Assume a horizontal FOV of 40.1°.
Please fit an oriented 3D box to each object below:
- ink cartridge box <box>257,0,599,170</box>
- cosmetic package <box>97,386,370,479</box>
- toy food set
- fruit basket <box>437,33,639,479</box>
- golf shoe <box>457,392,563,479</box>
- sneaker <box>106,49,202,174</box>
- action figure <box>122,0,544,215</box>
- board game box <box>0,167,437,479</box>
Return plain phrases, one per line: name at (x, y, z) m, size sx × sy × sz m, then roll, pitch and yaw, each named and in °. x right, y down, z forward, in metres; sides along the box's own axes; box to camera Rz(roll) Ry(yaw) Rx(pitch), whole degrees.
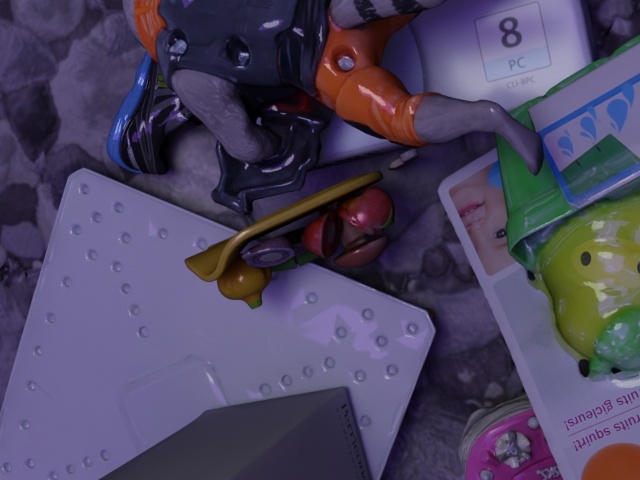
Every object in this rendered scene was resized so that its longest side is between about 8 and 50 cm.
ink cartridge box at (0.041, -0.268, 0.733) m, size 0.308 × 0.091 × 0.384 m, roll -12°, pitch 92°, yaw 24°
cosmetic package at (-0.081, 0.250, 0.627) m, size 0.155 × 0.365 × 0.196 m, roll -15°, pitch 92°, yaw 21°
toy food set at (0.000, 0.000, 0.727) m, size 0.218 × 0.128 × 0.071 m, roll -25°, pitch 90°, yaw -4°
fruit basket at (0.264, 0.021, 0.542) m, size 0.327 × 0.165 × 0.353 m, roll -30°, pitch 53°, yaw 21°
golf shoe at (0.255, 0.144, 0.695) m, size 0.306 × 0.140 × 0.115 m, roll -7°, pitch 93°, yaw -3°
sneaker at (-0.137, -0.148, 0.837) m, size 0.078 × 0.067 × 0.188 m, roll 25°, pitch 101°, yaw -6°
action figure at (0.002, -0.194, 0.616) m, size 0.330 × 0.178 × 0.341 m, roll 4°, pitch 80°, yaw 25°
board game box at (-0.125, 0.174, 0.857) m, size 0.390 × 0.050 × 0.389 m, roll 22°, pitch 101°, yaw 17°
